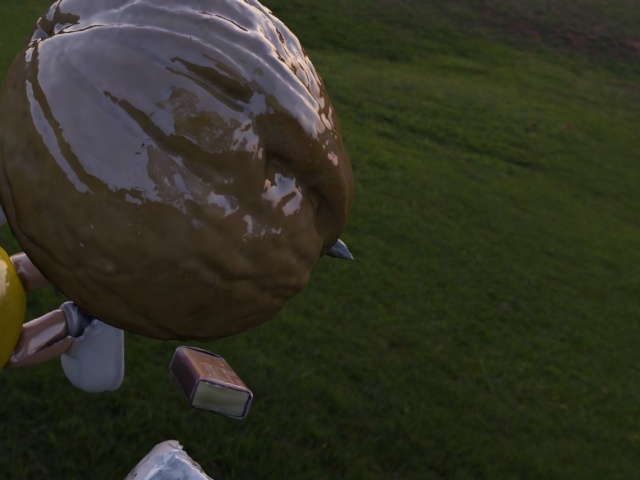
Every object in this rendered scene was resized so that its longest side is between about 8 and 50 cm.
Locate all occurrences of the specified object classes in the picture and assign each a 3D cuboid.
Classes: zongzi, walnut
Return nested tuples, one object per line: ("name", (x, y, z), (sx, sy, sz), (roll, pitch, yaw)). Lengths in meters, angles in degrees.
("zongzi", (0.000, 0.000, 1.760), (0.109, 0.055, 0.119), (21, 11, -42))
("walnut", (-0.118, -0.067, 0.748), (0.332, 0.333, 0.333), (10, 30, -6))

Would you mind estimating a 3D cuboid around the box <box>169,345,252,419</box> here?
("box", (-0.217, 0.276, 1.687), (0.120, 0.069, 0.224), (21, 2, -20))

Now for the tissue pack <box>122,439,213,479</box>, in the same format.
("tissue pack", (-0.282, 0.491, 1.308), (0.194, 0.266, 0.356), (42, 74, -3))

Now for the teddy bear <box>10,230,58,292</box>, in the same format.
("teddy bear", (-0.456, -0.024, 1.551), (0.151, 0.236, 0.267), (-2, 5, 8))

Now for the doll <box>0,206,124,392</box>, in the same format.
("doll", (-0.383, 0.092, 0.894), (0.423, 0.348, 0.161), (-30, 32, -24))
